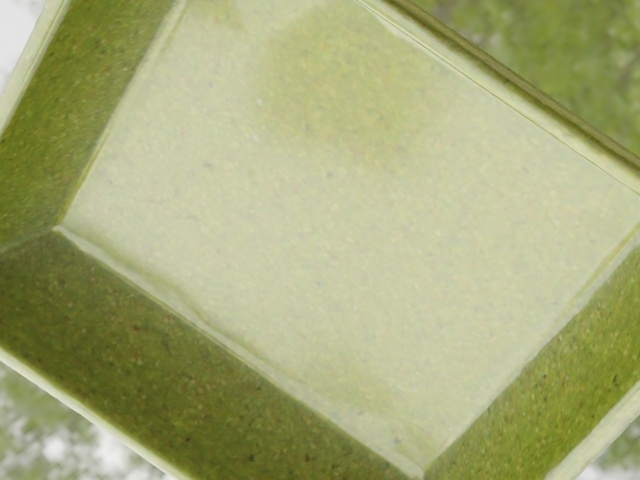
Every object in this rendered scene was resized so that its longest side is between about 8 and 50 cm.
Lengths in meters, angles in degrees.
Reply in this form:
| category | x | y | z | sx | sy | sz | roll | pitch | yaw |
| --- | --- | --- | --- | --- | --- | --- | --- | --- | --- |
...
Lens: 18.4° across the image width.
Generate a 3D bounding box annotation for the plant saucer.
| category | x | y | z | sx | sy | sz | roll | pitch | yaw |
| --- | --- | --- | --- | --- | --- | --- | --- | --- | --- |
| plant saucer | 0.000 | 0.000 | 0.547 | 0.188 | 0.188 | 0.045 | 35 | -139 | -1 |
